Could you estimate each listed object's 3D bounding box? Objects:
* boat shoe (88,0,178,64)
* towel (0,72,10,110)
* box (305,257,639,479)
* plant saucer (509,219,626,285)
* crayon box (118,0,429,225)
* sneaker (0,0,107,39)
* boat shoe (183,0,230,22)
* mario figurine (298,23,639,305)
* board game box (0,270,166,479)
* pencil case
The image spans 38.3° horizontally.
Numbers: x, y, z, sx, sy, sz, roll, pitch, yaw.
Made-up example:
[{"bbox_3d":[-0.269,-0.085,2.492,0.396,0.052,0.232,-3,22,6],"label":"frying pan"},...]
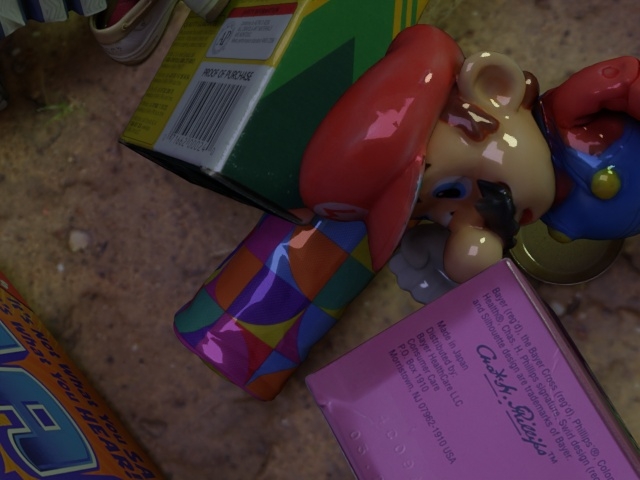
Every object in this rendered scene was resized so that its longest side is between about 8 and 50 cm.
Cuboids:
[{"bbox_3d":[-0.140,-0.231,0.763,0.063,0.059,0.170,20,84,19],"label":"boat shoe"},{"bbox_3d":[-0.432,-0.196,0.808,0.235,0.121,0.284,-24,73,11],"label":"towel"},{"bbox_3d":[0.124,0.144,0.506,0.117,0.243,0.213,-32,71,10],"label":"box"},{"bbox_3d":[0.172,-0.008,0.647,0.083,0.015,0.083,-3,77,15],"label":"plant saucer"},{"bbox_3d":[-0.008,-0.180,0.647,0.318,0.081,0.202,-62,30,-3],"label":"crayon box"},{"bbox_3d":[-0.301,-0.221,0.687,0.315,0.127,0.182,-27,54,-25],"label":"sneaker"},{"bbox_3d":[-0.100,-0.203,0.675,0.056,0.048,0.153,-51,31,15],"label":"boat shoe"},{"bbox_3d":[0.146,-0.018,0.532,0.320,0.170,0.198,2,117,-10],"label":"mario figurine"},{"bbox_3d":[-0.329,0.221,0.548,0.356,0.356,0.356,-44,75,3],"label":"board game box"},{"bbox_3d":[0.000,0.000,0.655,0.104,0.104,0.236,40,89,20],"label":"pencil case"}]
